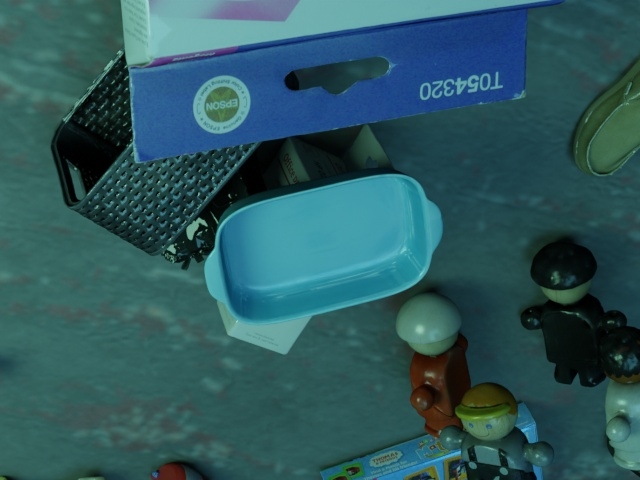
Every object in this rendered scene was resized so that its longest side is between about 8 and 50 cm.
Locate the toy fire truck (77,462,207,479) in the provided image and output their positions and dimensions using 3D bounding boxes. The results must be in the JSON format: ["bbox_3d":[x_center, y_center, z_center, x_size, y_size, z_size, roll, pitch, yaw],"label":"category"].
[{"bbox_3d":[-0.202,0.258,1.476,0.192,0.047,0.135,-37,125,8],"label":"toy fire truck"}]

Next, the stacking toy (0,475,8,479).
[{"bbox_3d":[-0.373,0.188,1.369,0.221,0.052,0.167,-10,125,-11],"label":"stacking toy"}]

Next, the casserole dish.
[{"bbox_3d":[0.000,0.000,1.242,0.188,0.037,0.114,-14,123,-8],"label":"casserole dish"}]

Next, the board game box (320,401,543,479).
[{"bbox_3d":[0.117,0.259,1.588,0.211,0.039,0.160,-17,127,-6],"label":"board game box"}]

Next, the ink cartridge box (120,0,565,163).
[{"bbox_3d":[0.022,-0.222,1.097,0.324,0.071,0.330,-12,114,-21],"label":"ink cartridge box"}]

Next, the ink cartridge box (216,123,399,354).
[{"bbox_3d":[-0.018,-0.011,1.317,0.062,0.104,0.181,22,113,-29],"label":"ink cartridge box"}]

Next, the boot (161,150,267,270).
[{"bbox_3d":[-0.096,-0.044,1.297,0.099,0.045,0.121,-20,87,28],"label":"boot"}]

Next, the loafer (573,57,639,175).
[{"bbox_3d":[0.273,-0.111,1.378,0.056,0.050,0.148,22,114,-29],"label":"loafer"}]

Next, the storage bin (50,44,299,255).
[{"bbox_3d":[-0.113,-0.094,1.217,0.084,0.122,0.180,31,109,-33],"label":"storage bin"}]

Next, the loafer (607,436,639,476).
[{"bbox_3d":[0.371,0.154,1.574,0.080,0.078,0.220,17,117,-27],"label":"loafer"}]

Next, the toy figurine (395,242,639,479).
[{"bbox_3d":[0.186,0.117,1.408,0.213,0.209,0.148,-18,121,-7],"label":"toy figurine"}]
